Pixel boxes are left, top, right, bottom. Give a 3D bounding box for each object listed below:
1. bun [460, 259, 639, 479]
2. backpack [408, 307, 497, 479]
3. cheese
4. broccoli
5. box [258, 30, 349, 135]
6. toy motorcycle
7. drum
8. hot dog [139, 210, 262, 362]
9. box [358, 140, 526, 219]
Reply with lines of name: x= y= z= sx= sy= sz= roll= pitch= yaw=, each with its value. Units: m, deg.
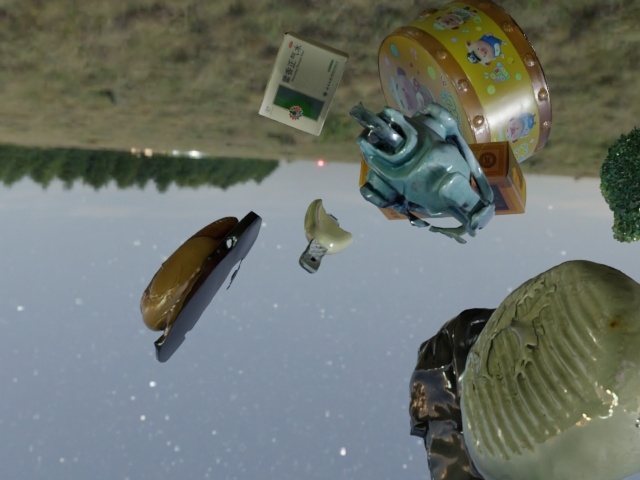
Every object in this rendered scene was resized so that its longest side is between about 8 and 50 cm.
bun: x=0.265 y=0.149 z=0.904 sx=0.168 sy=0.273 sz=0.273 roll=24 pitch=180 yaw=-17
backpack: x=0.311 y=0.347 z=1.406 sx=0.363 sy=0.446 sz=0.255 roll=10 pitch=158 yaw=-14
cheese: x=-0.001 y=0.001 z=1.902 sx=0.127 sy=0.050 sz=0.235 roll=40 pitch=-149 yaw=-5
broccoli: x=0.542 y=-0.071 z=1.418 sx=0.194 sy=0.194 sz=0.220 roll=10 pitch=-129 yaw=51
box: x=-0.043 y=-0.393 z=2.173 sx=0.168 sy=0.212 sz=0.095 roll=21 pitch=-160 yaw=-2
toy motorcycle: x=0.133 y=-0.087 z=1.103 sx=0.206 sy=0.154 sz=0.260 roll=42 pitch=-174 yaw=11
drum: x=0.331 y=-0.337 z=2.036 sx=0.214 sy=0.431 sz=0.431 roll=-28 pitch=-165 yaw=-14
hot dog: x=-0.253 y=0.070 z=1.701 sx=0.107 sy=0.326 sz=0.194 roll=35 pitch=159 yaw=10
box: x=0.229 y=-0.107 z=1.614 sx=0.274 sy=0.076 sz=0.174 roll=-2 pitch=161 yaw=23
